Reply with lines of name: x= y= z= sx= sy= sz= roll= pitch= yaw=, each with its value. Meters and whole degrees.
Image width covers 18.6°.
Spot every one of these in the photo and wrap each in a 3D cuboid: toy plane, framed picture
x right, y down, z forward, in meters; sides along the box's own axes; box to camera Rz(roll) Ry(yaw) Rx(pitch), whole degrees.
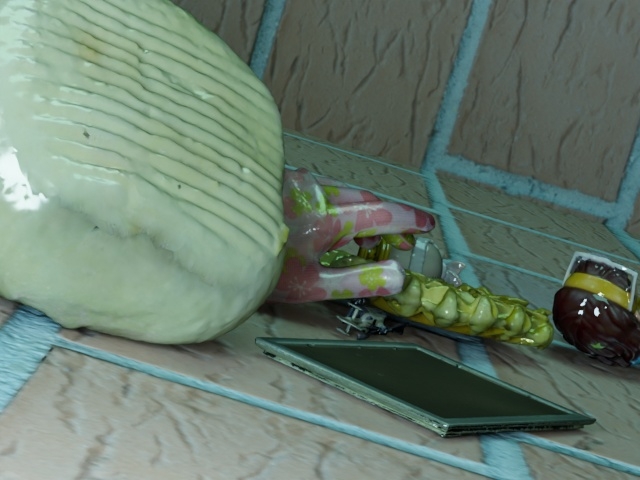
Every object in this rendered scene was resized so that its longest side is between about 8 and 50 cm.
toy plane: x=0.045 y=0.080 z=1.945 sx=0.049 sy=0.031 sz=0.120 roll=30 pitch=10 yaw=25
framed picture: x=0.096 y=0.131 z=1.748 sx=0.217 sy=0.017 sz=0.274 roll=23 pitch=10 yaw=35

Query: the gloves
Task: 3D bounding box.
gloves: x=-0.002 y=-0.011 z=1.945 sx=0.241 sy=0.126 sz=0.145 roll=-17 pitch=26 yaw=-11

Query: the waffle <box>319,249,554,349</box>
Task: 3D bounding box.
waffle: x=0.110 y=0.060 z=2.083 sx=0.250 sy=0.056 sz=0.261 roll=14 pitch=5 yaw=-45

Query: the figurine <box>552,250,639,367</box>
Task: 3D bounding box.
figurine: x=0.343 y=0.086 z=2.225 sx=0.174 sy=0.116 sz=0.240 roll=24 pitch=5 yaw=31

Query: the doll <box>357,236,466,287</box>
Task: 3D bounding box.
doll: x=0.104 y=0.035 z=2.261 sx=0.127 sy=0.073 sz=0.084 roll=15 pitch=-24 yaw=-2

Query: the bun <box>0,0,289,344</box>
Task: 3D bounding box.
bun: x=-0.188 y=-0.058 z=1.652 sx=0.361 sy=0.213 sz=0.361 roll=29 pitch=41 yaw=-29

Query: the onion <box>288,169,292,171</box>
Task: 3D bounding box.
onion: x=-0.054 y=-0.035 z=2.230 sx=0.117 sy=0.118 sz=0.118 roll=44 pitch=17 yaw=18
